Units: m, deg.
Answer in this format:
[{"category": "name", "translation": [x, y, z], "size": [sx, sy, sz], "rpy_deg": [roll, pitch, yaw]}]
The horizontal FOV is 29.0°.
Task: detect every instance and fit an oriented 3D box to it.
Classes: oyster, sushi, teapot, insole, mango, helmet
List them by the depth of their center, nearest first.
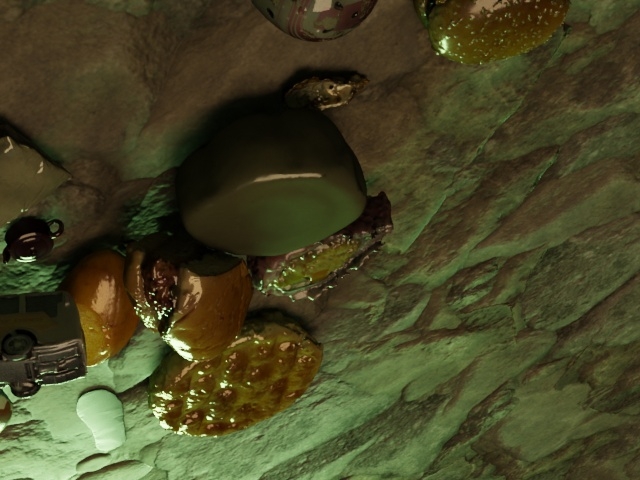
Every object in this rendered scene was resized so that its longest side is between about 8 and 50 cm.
[{"category": "helmet", "translation": [0.009, -0.311, 1.548], "size": [0.177, 0.107, 0.153], "rpy_deg": [-5, 138, -29]}, {"category": "teapot", "translation": [-0.408, 0.003, 1.752], "size": [0.100, 0.045, 0.068], "rpy_deg": [-27, 149, 3]}, {"category": "oyster", "translation": [0.005, -0.211, 1.753], "size": [0.132, 0.029, 0.086], "rpy_deg": [3, 146, -44]}, {"category": "mango", "translation": [-0.341, 0.093, 1.878], "size": [0.141, 0.102, 0.217], "rpy_deg": [14, 130, -9]}, {"category": "sushi", "translation": [-0.014, -0.003, 1.951], "size": [0.241, 0.107, 0.161], "rpy_deg": [-36, 148, 25]}, {"category": "insole", "translation": [-0.392, 0.326, 2.247], "size": [0.080, 0.003, 0.232], "rpy_deg": [-19, 147, -10]}]

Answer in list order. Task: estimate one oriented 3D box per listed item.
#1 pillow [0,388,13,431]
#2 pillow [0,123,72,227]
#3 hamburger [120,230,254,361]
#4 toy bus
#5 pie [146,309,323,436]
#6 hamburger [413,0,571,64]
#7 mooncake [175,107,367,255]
[{"category": "pillow", "translation": [-0.612, 0.283, 1.979], "size": [0.214, 0.086, 0.233], "rpy_deg": [-30, 151, 25]}, {"category": "pillow", "translation": [-0.456, -0.057, 1.636], "size": [0.230, 0.050, 0.148], "rpy_deg": [-31, 140, 14]}, {"category": "hamburger", "translation": [-0.198, 0.081, 1.852], "size": [0.155, 0.282, 0.245], "rpy_deg": [14, 116, 13]}, {"category": "toy bus", "translation": [-0.507, 0.153, 1.755], "size": [0.343, 0.138, 0.097], "rpy_deg": [-6, 133, -8]}, {"category": "pie", "translation": [-0.154, 0.247, 2.235], "size": [0.339, 0.083, 0.339], "rpy_deg": [-20, 145, -14]}, {"category": "hamburger", "translation": [0.224, -0.322, 1.664], "size": [0.215, 0.122, 0.189], "rpy_deg": [-4, 143, -27]}, {"category": "mooncake", "translation": [-0.072, -0.080, 1.769], "size": [0.275, 0.135, 0.275], "rpy_deg": [-13, 154, -6]}]
